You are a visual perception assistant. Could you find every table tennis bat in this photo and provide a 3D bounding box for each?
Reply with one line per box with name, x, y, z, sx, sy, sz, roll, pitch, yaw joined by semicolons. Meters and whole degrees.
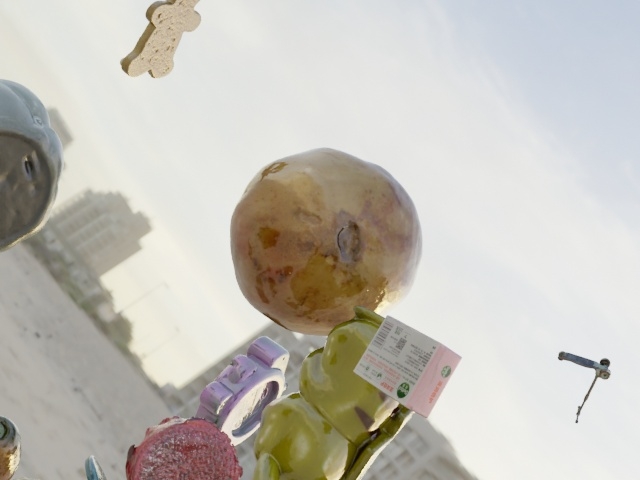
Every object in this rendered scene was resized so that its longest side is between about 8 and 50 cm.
table tennis bat;-0.316;0.393;1.521;0.201;0.033;0.124;85;-18;-62

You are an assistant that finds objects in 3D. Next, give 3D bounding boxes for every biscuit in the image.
biscuit;-0.292;-0.416;1.940;0.035;0.240;0.158;37;16;18

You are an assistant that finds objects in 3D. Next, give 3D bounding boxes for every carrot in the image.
carrot;-0.474;0.321;1.441;0.087;0.087;0.193;49;-44;21

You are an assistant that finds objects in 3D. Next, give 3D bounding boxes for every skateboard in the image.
skateboard;0.300;0.171;1.195;0.063;0.032;0.083;16;-58;7

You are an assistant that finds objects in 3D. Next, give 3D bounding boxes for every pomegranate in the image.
pomegranate;0.000;0.000;1.744;0.338;0.338;0.338;50;-15;19

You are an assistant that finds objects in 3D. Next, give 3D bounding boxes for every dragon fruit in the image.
dragon fruit;-0.192;0.290;1.294;0.153;0.153;0.111;60;-21;-19

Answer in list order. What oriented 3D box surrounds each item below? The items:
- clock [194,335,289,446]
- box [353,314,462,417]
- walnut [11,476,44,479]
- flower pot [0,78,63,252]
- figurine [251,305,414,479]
clock;-0.175;0.343;2.180;0.090;0.248;0.228;31;-55;22
box;0.107;0.154;1.260;0.043;0.089;0.125;33;-3;-32
walnut;-0.522;0.545;1.821;0.228;0.228;0.228;50;-15;19
flower pot;-0.454;-0.101;1.305;0.195;0.246;0.246;37;-23;45
figurine;0.019;0.265;1.470;0.169;0.327;0.218;39;-8;33
